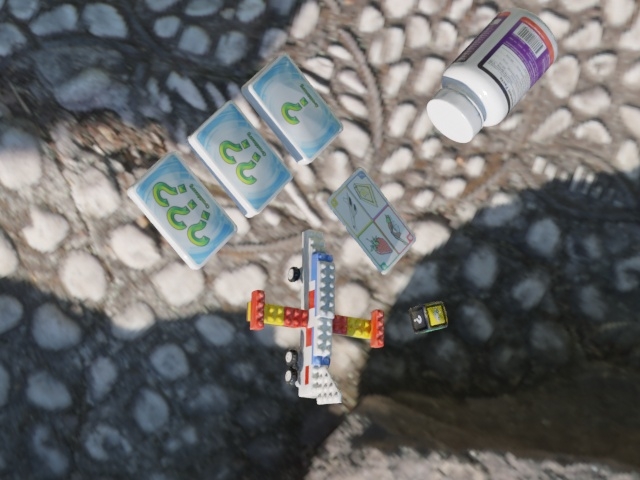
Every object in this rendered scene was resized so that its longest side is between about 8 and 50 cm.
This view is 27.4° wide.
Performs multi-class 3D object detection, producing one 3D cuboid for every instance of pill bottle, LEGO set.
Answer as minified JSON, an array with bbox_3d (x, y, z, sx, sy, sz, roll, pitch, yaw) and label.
[{"bbox_3d":[0.239,-0.230,1.853,0.193,0.108,0.108,-47,117,-22],"label":"pill bottle"},{"bbox_3d":[0.000,0.000,0.973,0.244,0.060,0.182,52,56,-12],"label":"LEGO set"}]
